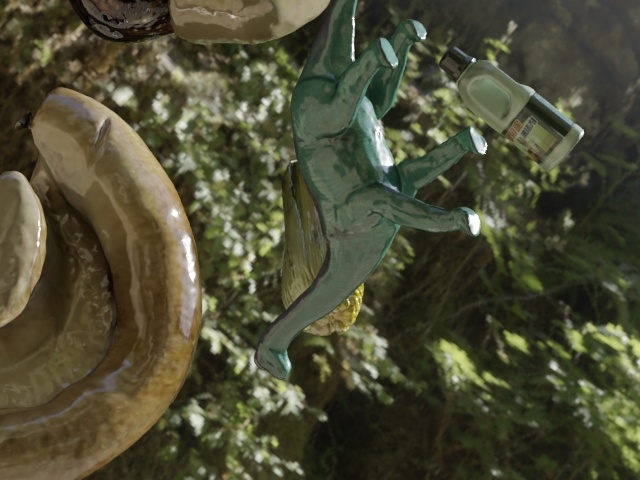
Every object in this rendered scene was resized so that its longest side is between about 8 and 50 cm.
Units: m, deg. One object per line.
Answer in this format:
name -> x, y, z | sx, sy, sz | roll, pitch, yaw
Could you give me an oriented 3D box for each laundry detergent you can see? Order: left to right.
laundry detergent -> 0.265, -0.196, 1.273 | 0.225, 0.070, 0.099 | 41, -10, 6

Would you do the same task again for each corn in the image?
corn -> -0.005, 0.001, 1.331 | 0.123, 0.305, 0.122 | 18, -48, -22

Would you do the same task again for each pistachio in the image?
pistachio -> -0.083, -0.309, 1.064 | 0.166, 0.197, 0.288 | 44, 21, 7

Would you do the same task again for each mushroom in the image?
mushroom -> -0.154, 0.040, 0.594 | 0.151, 0.286, 0.156 | 13, -22, -3

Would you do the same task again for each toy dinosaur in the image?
toy dinosaur -> -0.016, -0.072, 0.912 | 0.330, 0.129, 0.384 | -26, -94, 33

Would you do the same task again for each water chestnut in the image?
water chestnut -> -0.247, -0.423, 1.262 | 0.244, 0.289, 0.289 | -21, -59, 45
